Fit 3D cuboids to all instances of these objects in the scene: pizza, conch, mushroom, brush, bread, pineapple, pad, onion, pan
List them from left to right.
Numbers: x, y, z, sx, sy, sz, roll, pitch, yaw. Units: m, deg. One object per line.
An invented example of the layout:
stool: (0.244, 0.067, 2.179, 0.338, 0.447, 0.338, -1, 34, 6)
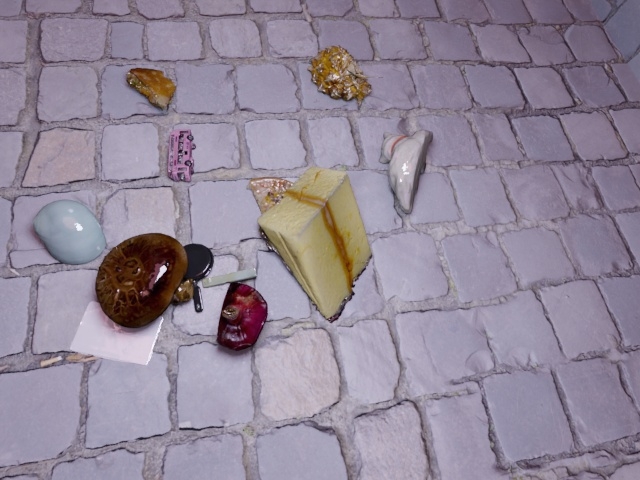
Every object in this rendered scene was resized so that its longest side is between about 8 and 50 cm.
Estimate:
conch: (-0.785, -0.026, 1.345, 0.221, 0.121, 0.185, 35, 94, 2)
pad: (-0.602, 0.276, 1.286, 0.232, 0.004, 0.156, 13, 64, -4)
mushroom: (-0.521, 0.113, 1.282, 0.278, 0.163, 0.297, 17, 71, 1)
pizza: (-0.627, -0.574, 1.644, 0.226, 0.069, 0.147, 42, 44, 7)
pan: (-0.401, 0.112, 1.375, 0.136, 0.028, 0.235, -13, 68, -5)
brush: (-0.293, 0.122, 1.399, 0.178, 0.030, 0.033, -12, 75, -3)
onion: (-0.231, 0.219, 1.256, 0.139, 0.218, 0.195, 20, 71, 0)
pizza: (-0.173, -0.142, 1.527, 0.185, 0.052, 0.195, 2, 65, -5)
bread: (0.000, 0.000, 1.482, 0.345, 0.242, 0.405, -38, 118, -31)
pineapple: (0.065, -0.672, 1.750, 0.334, 0.158, 0.161, 43, 66, 10)

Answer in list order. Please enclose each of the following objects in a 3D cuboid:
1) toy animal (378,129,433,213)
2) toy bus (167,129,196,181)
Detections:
toy animal: (0.294, -0.270, 1.617, 0.188, 0.266, 0.308, 14, 106, 12)
toy bus: (-0.495, -0.305, 1.541, 0.090, 0.063, 0.203, -3, 64, -8)
